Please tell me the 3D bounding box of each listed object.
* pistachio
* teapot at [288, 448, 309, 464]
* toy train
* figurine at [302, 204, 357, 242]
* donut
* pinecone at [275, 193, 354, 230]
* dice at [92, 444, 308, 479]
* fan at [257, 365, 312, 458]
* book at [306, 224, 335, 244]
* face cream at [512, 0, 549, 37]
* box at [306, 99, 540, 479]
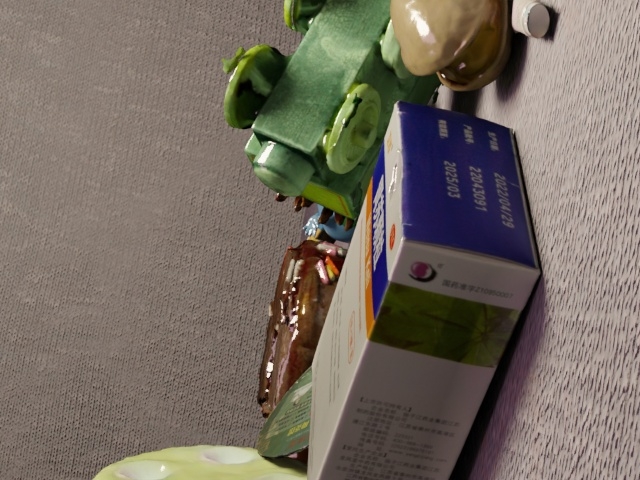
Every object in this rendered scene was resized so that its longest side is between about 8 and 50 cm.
[{"bbox_3d":[0.118,-0.186,1.104,0.149,0.113,0.113,-116,33,-54],"label":"pistachio"},{"bbox_3d":[0.013,0.265,1.479,0.173,0.116,0.116,-56,9,9],"label":"teapot"},{"bbox_3d":[0.024,-0.156,1.257,0.271,0.159,0.188,-61,-20,-12],"label":"toy train"},{"bbox_3d":[0.044,-0.064,1.723,0.178,0.114,0.144,67,-147,-83],"label":"figurine"},{"bbox_3d":[-0.007,0.132,1.742,0.345,0.136,0.259,129,152,-78],"label":"donut"},{"bbox_3d":[0.027,-0.102,1.467,0.208,0.208,0.207,-171,90,-85],"label":"pinecone"},{"bbox_3d":[-0.111,0.367,1.354,0.250,0.252,0.254,19,110,55],"label":"dice"},{"bbox_3d":[0.043,0.127,1.405,0.294,0.012,0.223,-50,15,-19],"label":"fan"},{"bbox_3d":[0.001,0.000,1.988,0.241,0.018,0.170,-55,-9,-29],"label":"book"},{"bbox_3d":[0.163,-0.177,1.008,0.115,0.020,0.038,-86,-3,-76],"label":"face cream"},{"bbox_3d":[0.070,0.070,1.031,0.200,0.107,0.299,-87,11,-55],"label":"box"}]
